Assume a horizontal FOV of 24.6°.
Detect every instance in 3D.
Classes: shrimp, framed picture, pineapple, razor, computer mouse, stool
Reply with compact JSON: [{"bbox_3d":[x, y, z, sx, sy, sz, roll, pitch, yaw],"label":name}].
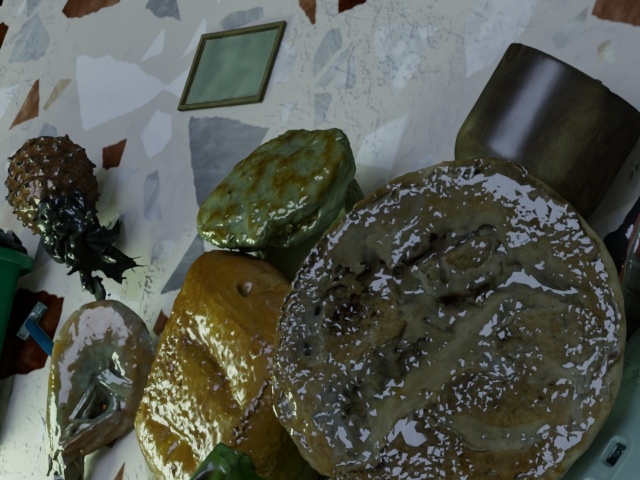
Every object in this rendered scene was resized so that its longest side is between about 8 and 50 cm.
[{"bbox_3d":[-0.321,0.242,2.115,0.168,0.077,0.317,5,88,23],"label":"shrimp"},{"bbox_3d":[-0.139,-0.269,2.279,0.201,0.010,0.136,0,67,47],"label":"framed picture"},{"bbox_3d":[-0.381,-0.022,2.277,0.165,0.165,0.364,-51,43,12],"label":"pineapple"},{"bbox_3d":[-0.431,0.161,2.315,0.068,0.037,0.191,-57,39,4],"label":"razor"},{"bbox_3d":[0.323,0.208,1.433,0.288,0.097,0.159,-55,32,-4],"label":"computer mouse"},{"bbox_3d":[0.222,-0.065,1.636,0.179,0.179,0.264,32,92,51],"label":"stool"}]

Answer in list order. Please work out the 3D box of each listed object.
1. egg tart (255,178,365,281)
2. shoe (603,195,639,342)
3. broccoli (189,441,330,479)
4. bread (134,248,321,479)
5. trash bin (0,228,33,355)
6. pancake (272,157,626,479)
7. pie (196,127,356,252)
[{"bbox_3d":[0.000,0.000,1.917,0.197,0.078,0.197,-27,48,34],"label":"egg tart"},{"bbox_3d":[0.300,0.059,1.542,0.291,0.114,0.137,-59,34,8],"label":"shoe"},{"bbox_3d":[-0.019,0.335,1.592,0.297,0.297,0.297,-50,4,5],"label":"broccoli"},{"bbox_3d":[-0.119,0.192,1.818,0.328,0.148,0.337,42,116,47],"label":"bread"},{"bbox_3d":[-0.655,0.161,2.389,0.295,0.259,0.381,-21,57,47],"label":"trash bin"},{"bbox_3d":[0.126,0.102,1.490,0.387,0.082,0.387,-8,69,22],"label":"pancake"},{"bbox_3d":[-0.057,-0.055,1.875,0.248,0.090,0.201,4,52,54],"label":"pie"}]
